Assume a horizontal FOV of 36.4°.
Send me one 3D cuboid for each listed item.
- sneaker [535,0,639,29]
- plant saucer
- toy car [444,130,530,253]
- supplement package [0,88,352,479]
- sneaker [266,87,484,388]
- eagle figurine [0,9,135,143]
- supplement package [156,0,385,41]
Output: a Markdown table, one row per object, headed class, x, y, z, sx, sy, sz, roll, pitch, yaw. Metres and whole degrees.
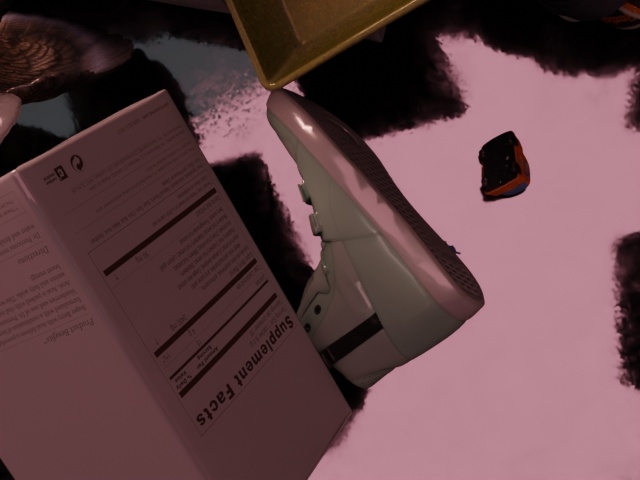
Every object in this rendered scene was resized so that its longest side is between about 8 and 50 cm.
| class | x | y | z | sx | sy | sz | roll | pitch | yaw |
| --- | --- | --- | --- | --- | --- | --- | --- | --- | --- |
| sneaker | 0.194 | -0.226 | 0.726 | 0.321 | 0.126 | 0.128 | 0 | 104 | -18 |
| plant saucer | 0.002 | -0.226 | 0.669 | 0.188 | 0.045 | 0.188 | -23 | 90 | 38 |
| toy car | 0.131 | -0.035 | 0.825 | 0.122 | 0.060 | 0.040 | -42 | 127 | 20 |
| supplement package | -0.142 | 0.073 | 0.714 | 0.177 | 0.175 | 0.293 | -21 | 104 | 32 |
| sneaker | 0.000 | 0.000 | 0.806 | 0.151 | 0.094 | 0.256 | -43 | 71 | 20 |
| eagle figurine | -0.283 | -0.119 | 0.742 | 0.226 | 0.298 | 0.225 | 6 | 81 | 11 |
| supplement package | -0.059 | -0.263 | 0.801 | 0.244 | 0.139 | 0.134 | 12 | 90 | 8 |
